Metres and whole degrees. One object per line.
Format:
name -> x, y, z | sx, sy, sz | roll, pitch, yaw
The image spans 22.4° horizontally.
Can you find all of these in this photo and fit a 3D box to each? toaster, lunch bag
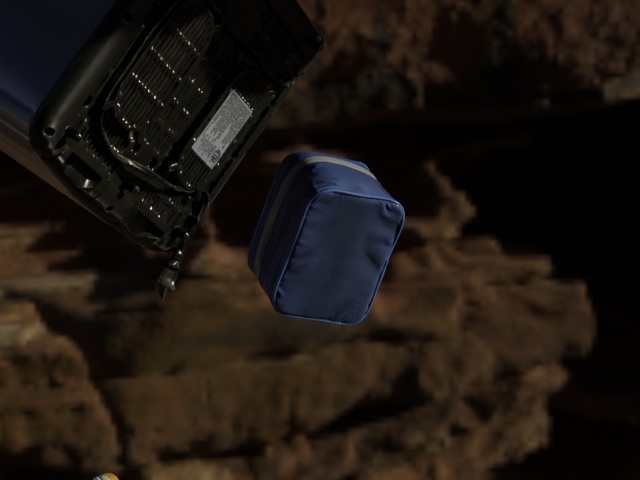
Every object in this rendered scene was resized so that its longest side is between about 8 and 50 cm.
toaster -> -0.104, -0.093, 0.874 | 0.110, 0.186, 0.168 | 30, -8, 30
lunch bag -> 0.000, 0.000, 0.957 | 0.067, 0.098, 0.065 | 12, 23, -25

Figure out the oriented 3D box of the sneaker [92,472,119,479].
sneaker -> -0.130, 0.186, 0.992 | 0.037, 0.083, 0.032 | -21, 4, -18
